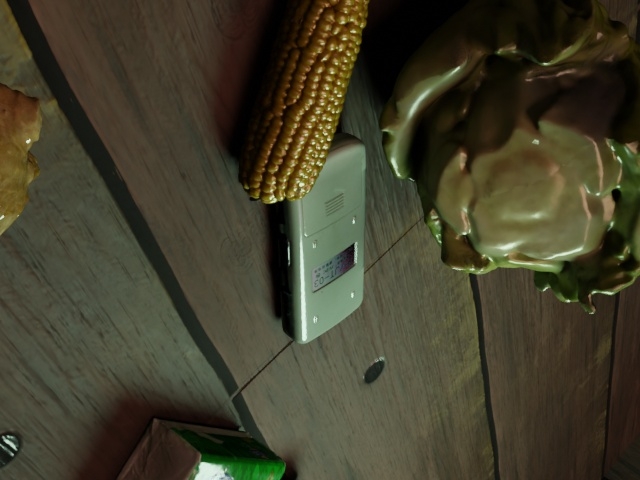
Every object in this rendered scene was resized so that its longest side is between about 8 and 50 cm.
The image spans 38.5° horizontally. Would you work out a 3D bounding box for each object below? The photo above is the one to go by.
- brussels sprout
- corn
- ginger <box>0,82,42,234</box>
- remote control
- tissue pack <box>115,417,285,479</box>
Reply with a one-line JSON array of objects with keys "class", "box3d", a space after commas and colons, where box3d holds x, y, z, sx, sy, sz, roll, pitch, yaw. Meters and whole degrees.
[{"class": "brussels sprout", "box3d": [0.285, -0.143, 1.216, 0.425, 0.342, 0.361, 58, 24, -21]}, {"class": "corn", "box3d": [-0.017, -0.168, 1.011, 0.101, 0.101, 0.311, -5, 123, -50]}, {"class": "ginger", "box3d": [-0.314, -0.044, 0.743, 0.157, 0.102, 0.216, 26, 97, -49]}, {"class": "remote control", "box3d": [0.000, 0.000, 1.211, 0.140, 0.056, 0.296, -34, 139, -33]}, {"class": "tissue pack", "box3d": [-0.148, 0.342, 1.223, 0.209, 0.156, 0.148, 28, 92, -55]}]
